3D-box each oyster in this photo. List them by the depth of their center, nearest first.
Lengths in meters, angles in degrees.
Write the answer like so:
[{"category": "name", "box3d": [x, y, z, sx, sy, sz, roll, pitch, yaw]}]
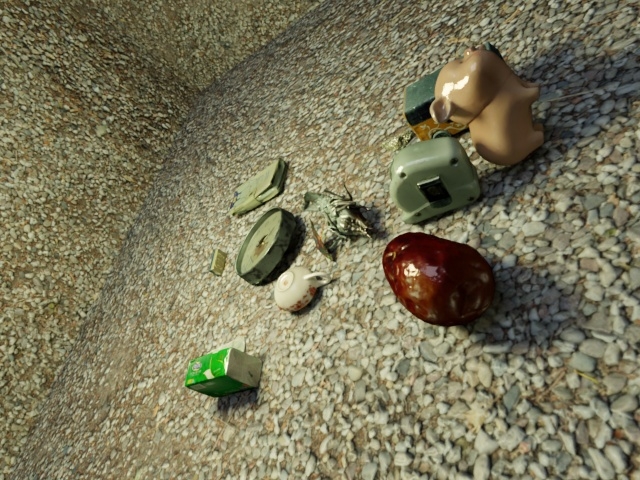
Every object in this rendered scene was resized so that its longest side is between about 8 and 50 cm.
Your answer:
[{"category": "oyster", "box3d": [0.276, -0.366, 1.762, 0.100, 0.037, 0.098, -50, 35, 1]}]

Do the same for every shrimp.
[{"category": "shrimp", "box3d": [0.053, -0.091, 1.670, 0.410, 0.165, 0.222, -128, 46, -67]}]

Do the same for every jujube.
[{"category": "jujube", "box3d": [0.274, 0.083, 1.196, 0.223, 0.223, 0.318, -50, 26, 1]}]

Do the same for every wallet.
[{"category": "wallet", "box3d": [-0.294, -0.238, 2.262, 0.309, 0.077, 0.223, -28, 37, 33]}]

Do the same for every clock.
[{"category": "clock", "box3d": [-0.222, 0.014, 1.911, 0.325, 0.067, 0.325, -41, 30, 30]}]

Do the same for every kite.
[{"category": "kite", "box3d": [0.000, 0.000, 1.680, 0.010, 0.159, 0.190, -24, 75, -16]}]

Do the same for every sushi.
[{"category": "sushi", "box3d": [-0.122, 0.013, 1.858, 0.083, 0.044, 0.046, -45, 35, 5]}]

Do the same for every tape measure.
[{"category": "tape measure", "box3d": [0.307, -0.160, 1.374, 0.243, 0.246, 0.125, -20, 48, 28]}]

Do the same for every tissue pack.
[{"category": "tissue pack", "box3d": [-0.314, 0.414, 1.611, 0.208, 0.148, 0.156, -25, 43, 33]}]

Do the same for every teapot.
[{"category": "teapot", "box3d": [-0.075, 0.156, 1.633, 0.245, 0.116, 0.159, -18, 34, 30]}]

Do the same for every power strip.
[{"category": "power strip", "box3d": [-0.449, 0.095, 2.144, 0.032, 0.056, 0.123, -27, 40, 29]}]

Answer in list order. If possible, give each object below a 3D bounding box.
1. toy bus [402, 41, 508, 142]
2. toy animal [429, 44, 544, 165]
[{"category": "toy bus", "box3d": [0.428, -0.447, 1.525, 0.323, 0.194, 0.162, -22, 43, 36]}, {"category": "toy animal", "box3d": [0.447, -0.354, 1.309, 0.269, 0.327, 0.237, -10, 18, 24]}]
